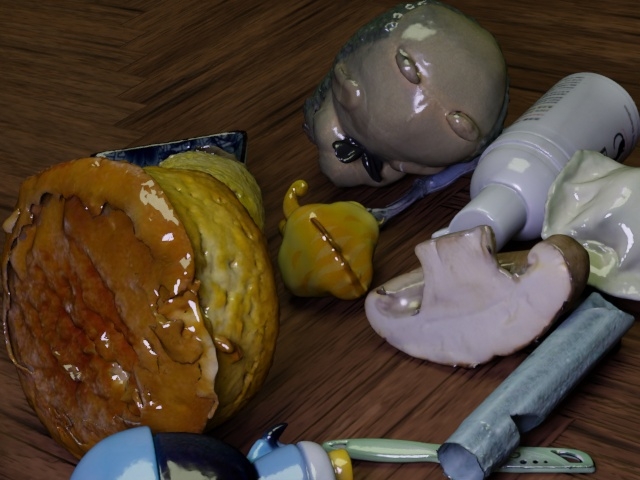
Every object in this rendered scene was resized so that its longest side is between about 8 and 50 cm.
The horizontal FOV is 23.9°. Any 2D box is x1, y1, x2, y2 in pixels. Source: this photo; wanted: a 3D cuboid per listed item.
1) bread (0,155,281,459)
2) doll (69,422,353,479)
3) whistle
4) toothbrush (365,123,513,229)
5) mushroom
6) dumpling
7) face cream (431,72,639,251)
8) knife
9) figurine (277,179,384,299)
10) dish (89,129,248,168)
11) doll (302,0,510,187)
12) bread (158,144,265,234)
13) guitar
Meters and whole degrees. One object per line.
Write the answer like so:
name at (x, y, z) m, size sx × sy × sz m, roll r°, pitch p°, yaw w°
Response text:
bread at (-0.200, 0.067, 1.655) m, size 0.204 × 0.336 × 0.358 m, roll -20°, pitch 8°, yaw -43°
doll at (-0.121, 0.266, 1.485) m, size 0.314 × 0.141 × 0.177 m, roll -3°, pitch 58°, yaw -12°
whistle at (0.235, 0.152, 1.612) m, size 0.062 × 0.062 × 0.312 m, roll 15°, pitch 39°, yaw 37°
toothbrush at (0.180, -0.095, 2.136) m, size 0.413 × 0.035 × 0.042 m, roll -30°, pitch 32°, yaw -32°
mushroom at (0.199, 0.053, 1.757) m, size 0.286 × 0.156 × 0.151 m, roll -15°, pitch 4°, yaw 37°
dumpling at (0.370, 0.002, 1.818) m, size 0.252 × 0.131 × 0.179 m, roll 44°, pitch 53°, yaw 14°
face cream at (0.279, -0.080, 1.972) m, size 0.145 × 0.145 × 0.370 m, roll 11°, pitch 36°, yaw 32°
knife at (0.141, 0.227, 1.589) m, size 0.293 × 0.020 × 0.043 m, roll 0°, pitch 30°, yaw 14°
figurine at (0.000, 0.000, 1.948) m, size 0.156 × 0.131 × 0.246 m, roll -38°, pitch 21°, yaw -7°
dish at (-0.218, -0.071, 2.171) m, size 0.243 × 0.080 × 0.182 m, roll -9°, pitch 28°, yaw 5°
doll at (0.103, -0.188, 2.087) m, size 0.247 × 0.247 × 0.349 m, roll -25°, pitch 7°, yaw -26°
bread at (-0.165, -0.024, 1.958) m, size 0.197 × 0.197 × 0.170 m, roll -7°, pitch 25°, yaw 6°
guitar at (0.319, 0.067, 1.813) m, size 0.088 × 0.025 × 0.233 m, roll 1°, pitch 31°, yaw 13°
